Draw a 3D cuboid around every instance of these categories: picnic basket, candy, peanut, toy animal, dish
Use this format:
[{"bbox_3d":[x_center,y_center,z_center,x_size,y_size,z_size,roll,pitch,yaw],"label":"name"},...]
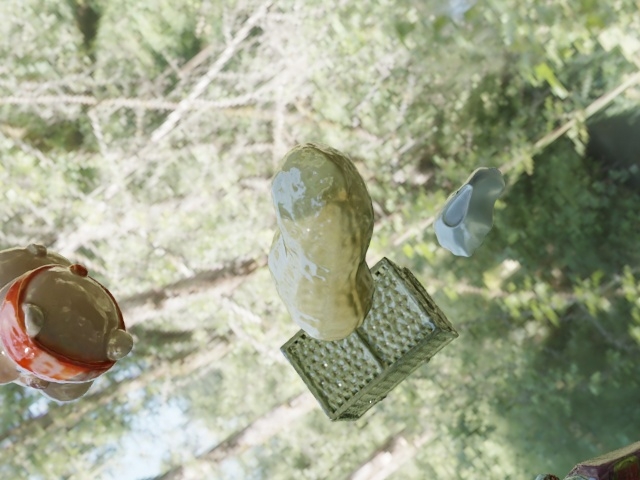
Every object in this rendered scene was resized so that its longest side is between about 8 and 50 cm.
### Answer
[{"bbox_3d":[0.073,0.140,1.488,0.134,0.196,0.154,51,-172,21],"label":"picnic basket"},{"bbox_3d":[0.260,0.206,0.958,0.043,0.175,0.045,6,105,58],"label":"candy"},{"bbox_3d":[0.000,0.000,1.184,0.125,0.111,0.274,37,147,31],"label":"peanut"},{"bbox_3d":[-0.308,0.091,1.206,0.198,0.171,0.171,31,162,52],"label":"toy animal"},{"bbox_3d":[0.206,-0.048,1.541,0.039,0.137,0.091,16,-162,-48],"label":"dish"}]
